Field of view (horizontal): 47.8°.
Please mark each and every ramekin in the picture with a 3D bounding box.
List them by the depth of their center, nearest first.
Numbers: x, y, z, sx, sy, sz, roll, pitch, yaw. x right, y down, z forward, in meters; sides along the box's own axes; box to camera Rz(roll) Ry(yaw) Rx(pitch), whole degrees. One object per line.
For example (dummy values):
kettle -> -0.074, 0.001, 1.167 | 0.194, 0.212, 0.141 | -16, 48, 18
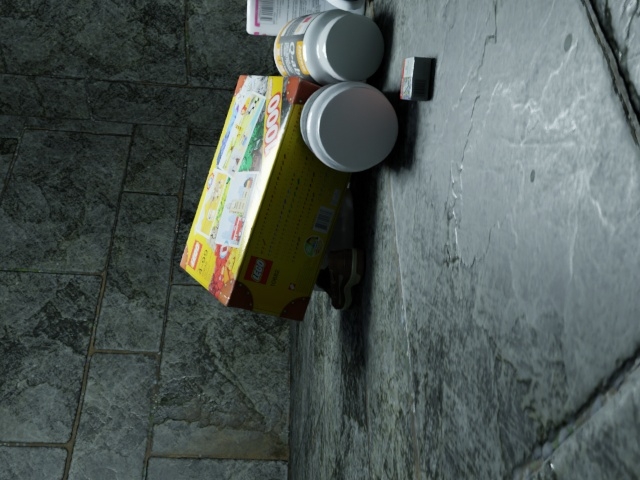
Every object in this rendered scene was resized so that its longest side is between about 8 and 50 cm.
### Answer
ramekin -> 0.000, 0.000, 1.839 | 0.277, 0.135, 0.277 | -177, 90, -84

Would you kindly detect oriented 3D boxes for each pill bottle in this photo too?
pill bottle -> 0.050, -0.211, 1.332 | 0.283, 0.161, 0.161 | -112, 26, -78
pill bottle -> 0.016, -0.407, 1.544 | 0.278, 0.162, 0.162 | -152, 64, -65
pill bottle -> -0.038, -0.583, 1.790 | 0.160, 0.283, 0.160 | -177, 90, -84

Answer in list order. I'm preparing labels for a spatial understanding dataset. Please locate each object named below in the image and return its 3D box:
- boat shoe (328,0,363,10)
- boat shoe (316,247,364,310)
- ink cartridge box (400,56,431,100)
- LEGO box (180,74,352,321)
boat shoe -> 0.028, -0.681, 1.697 | 0.102, 0.108, 0.301 | 115, 138, -63
boat shoe -> 0.035, 0.084, 1.639 | 0.257, 0.095, 0.095 | 103, 168, -60
ink cartridge box -> 0.141, -0.246, 1.103 | 0.115, 0.029, 0.063 | -115, 28, -77
LEGO box -> -0.118, -0.112, 1.673 | 0.372, 0.193, 0.500 | 24, 97, 61
